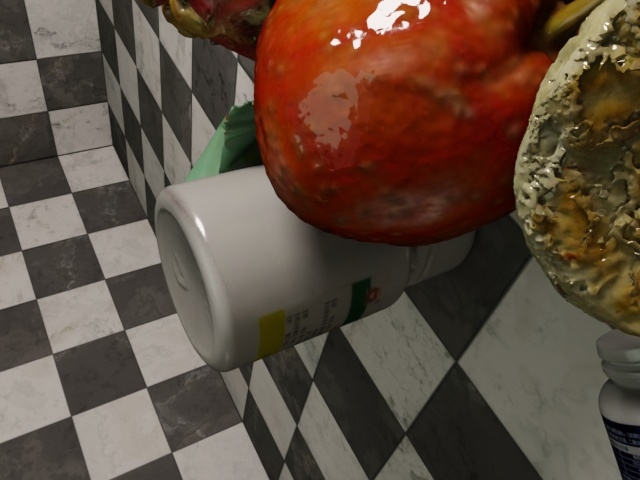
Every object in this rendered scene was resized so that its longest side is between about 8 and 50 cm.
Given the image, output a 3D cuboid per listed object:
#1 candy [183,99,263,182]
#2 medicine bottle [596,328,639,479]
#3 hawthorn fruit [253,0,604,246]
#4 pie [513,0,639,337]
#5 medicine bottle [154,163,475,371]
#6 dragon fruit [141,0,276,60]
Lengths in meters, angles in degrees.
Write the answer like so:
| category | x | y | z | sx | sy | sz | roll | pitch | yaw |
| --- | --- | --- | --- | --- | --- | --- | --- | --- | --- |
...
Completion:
| category | x | y | z | sx | sy | sz | roll | pitch | yaw |
| --- | --- | --- | --- | --- | --- | --- | --- | --- | --- |
| candy | -0.050 | -0.127 | 0.802 | 0.172 | 0.262 | 0.398 | 64 | 155 | -4 |
| medicine bottle | 0.295 | 0.166 | 0.470 | 0.107 | 0.106 | 0.192 | -21 | 86 | 64 |
| hawthorn fruit | 0.104 | -0.139 | 0.477 | 0.330 | 0.287 | 0.287 | -18 | 90 | 48 |
| pie | 0.254 | -0.041 | 0.336 | 0.274 | 0.055 | 0.274 | 9 | 120 | 17 |
| medicine bottle | 0.000 | 0.000 | 0.685 | 0.208 | 0.339 | 0.208 | 41 | 139 | 47 |
| dragon fruit | -0.117 | -0.369 | 0.781 | 0.314 | 0.262 | 0.296 | 39 | 139 | 49 |
